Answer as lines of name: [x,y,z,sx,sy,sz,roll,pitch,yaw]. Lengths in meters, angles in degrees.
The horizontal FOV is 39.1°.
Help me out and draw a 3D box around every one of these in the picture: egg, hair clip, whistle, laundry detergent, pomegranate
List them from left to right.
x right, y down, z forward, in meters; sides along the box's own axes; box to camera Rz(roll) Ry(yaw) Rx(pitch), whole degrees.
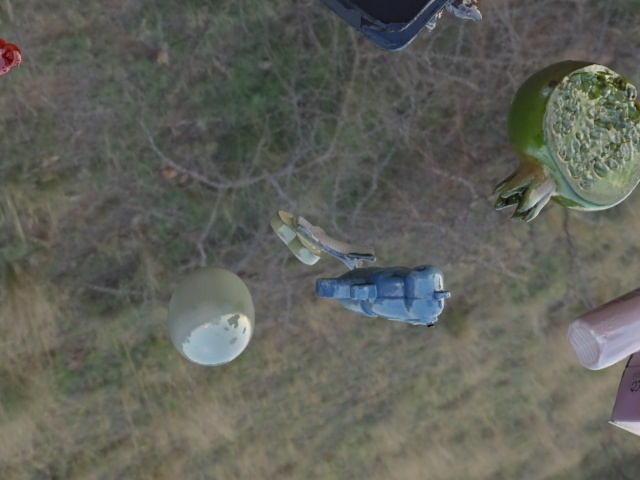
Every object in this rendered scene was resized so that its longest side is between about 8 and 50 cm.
egg: [-0.190,0.127,1.572,0.151,0.209,0.151,-3,122,-5]
hair clip: [-0.001,0.000,1.756,0.219,0.159,0.071,26,109,-20]
whistle: [0.097,0.077,1.404,0.180,0.093,0.269,-5,-173,-42]
pomegranate: [0.475,-0.185,1.813,0.358,0.309,0.216,-42,-158,-6]
laundry detergent: [0.550,0.094,1.395,0.335,0.087,0.159,-24,167,-8]

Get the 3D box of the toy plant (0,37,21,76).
toy plant: [-0.515,-0.262,1.240,0.240,0.154,0.088,-25,180,32]

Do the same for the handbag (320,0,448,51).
handbag: [0.105,-0.447,1.210,0.325,0.269,0.118,-47,171,-3]

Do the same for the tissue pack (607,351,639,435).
tissue pack: [0.457,0.203,0.962,0.148,0.247,0.092,105,10,-78]

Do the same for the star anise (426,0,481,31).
star anise: [0.171,-0.441,1.456,0.229,0.236,0.093,-10,-140,57]
